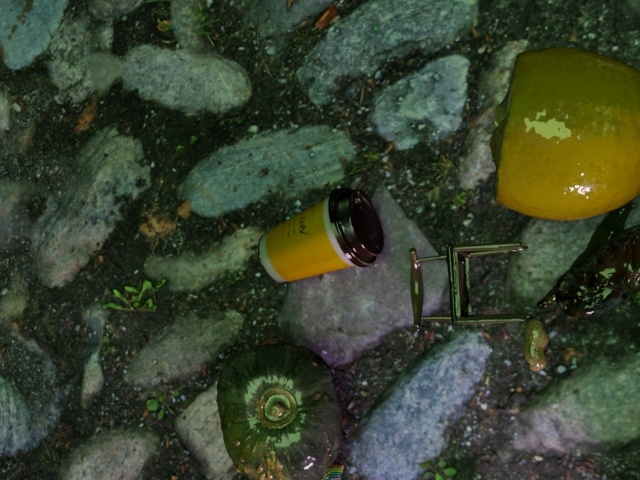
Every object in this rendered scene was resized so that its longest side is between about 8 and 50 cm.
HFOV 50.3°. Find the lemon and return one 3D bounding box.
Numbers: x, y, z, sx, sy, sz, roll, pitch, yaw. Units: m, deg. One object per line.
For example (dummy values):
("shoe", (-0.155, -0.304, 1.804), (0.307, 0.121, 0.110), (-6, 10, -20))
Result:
("lemon", (0.511, -0.204, 1.343), (0.365, 0.364, 0.363), (-2, 85, 22))

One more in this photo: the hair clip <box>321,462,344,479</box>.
("hair clip", (0.012, 0.623, 1.628), (0.060, 0.033, 0.188), (9, 88, 23))

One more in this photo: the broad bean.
("broad bean", (0.573, 0.041, 1.448), (0.060, 0.043, 0.297), (41, 102, 29))

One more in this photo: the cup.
("cup", (0.000, 0.000, 1.613), (0.280, 0.196, 0.196), (-22, 78, 26))

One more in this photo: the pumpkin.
("pumpkin", (-0.095, 0.406, 1.569), (0.292, 0.257, 0.327), (-4, 77, 9))

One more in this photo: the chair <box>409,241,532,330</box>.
("chair", (0.310, 0.098, 1.481), (0.272, 0.166, 0.188), (-5, 83, 21))

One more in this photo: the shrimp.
("shrimp", (0.644, 0.051, 1.380), (0.372, 0.172, 0.137), (-25, 55, 1))

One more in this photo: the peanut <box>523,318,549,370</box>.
("peanut", (0.465, 0.226, 1.472), (0.054, 0.054, 0.113), (0, 88, 22))
